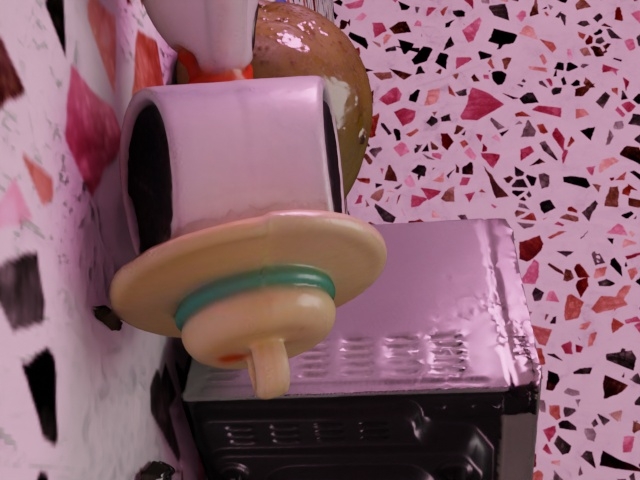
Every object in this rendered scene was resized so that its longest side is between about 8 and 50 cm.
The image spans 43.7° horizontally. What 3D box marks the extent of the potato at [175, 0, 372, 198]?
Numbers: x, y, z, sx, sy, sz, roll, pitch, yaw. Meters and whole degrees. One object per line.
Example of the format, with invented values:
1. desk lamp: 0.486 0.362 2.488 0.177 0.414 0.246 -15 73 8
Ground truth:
1. potato: -0.036 -0.082 0.610 0.157 0.157 0.194 -88 -176 -55

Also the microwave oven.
1. microwave oven: 0.039 0.156 0.583 0.181 0.237 0.295 -86 171 -51

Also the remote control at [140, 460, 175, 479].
1. remote control: -0.084 0.167 0.430 0.034 0.016 0.091 -26 111 -90

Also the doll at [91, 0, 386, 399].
1. doll: -0.059 -0.078 0.409 0.208 0.143 0.272 -135 -141 -65

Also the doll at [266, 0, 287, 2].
1. doll: -0.061 -0.226 0.866 0.099 0.057 0.143 102 -5 -50
